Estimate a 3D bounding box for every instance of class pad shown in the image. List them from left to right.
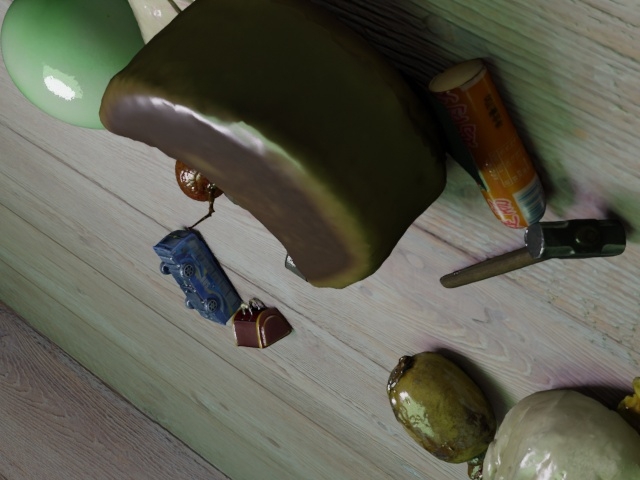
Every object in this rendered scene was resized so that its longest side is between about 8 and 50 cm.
[{"bbox_3d":[0.141,-0.134,1.075,0.116,0.004,0.193,58,-176,-26],"label":"pad"}]

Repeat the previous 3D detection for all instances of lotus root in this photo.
[{"bbox_3d":[0.226,0.304,1.568,0.278,0.154,0.154,48,153,-8],"label":"lotus root"}]

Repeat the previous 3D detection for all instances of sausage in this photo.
[{"bbox_3d":[0.207,-0.098,1.079,0.071,0.071,0.234,5,134,51],"label":"sausage"}]

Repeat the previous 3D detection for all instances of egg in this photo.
[{"bbox_3d":[-0.365,-0.288,1.421,0.269,0.220,0.220,35,152,16],"label":"egg"}]

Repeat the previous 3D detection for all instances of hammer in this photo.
[{"bbox_3d":[0.247,0.030,1.206,0.365,0.111,0.043,147,119,-69],"label":"hammer"}]

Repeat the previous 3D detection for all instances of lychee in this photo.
[{"bbox_3d":[-0.197,-0.108,1.575,0.140,0.114,0.101,56,-160,12],"label":"lychee"}]

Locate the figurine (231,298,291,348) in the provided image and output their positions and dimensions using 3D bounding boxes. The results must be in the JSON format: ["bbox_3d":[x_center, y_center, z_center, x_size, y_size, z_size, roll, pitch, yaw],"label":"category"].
[{"bbox_3d":[-0.145,0.173,1.966,0.154,0.082,0.098,-1,117,55],"label":"figurine"}]

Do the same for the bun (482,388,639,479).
[{"bbox_3d":[0.376,0.387,1.336,0.360,0.211,0.360,49,170,12],"label":"bun"}]

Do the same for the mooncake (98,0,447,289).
[{"bbox_3d":[-0.044,-0.126,1.150,0.393,0.246,0.394,27,161,30],"label":"mooncake"}]

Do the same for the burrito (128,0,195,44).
[{"bbox_3d":[-0.184,-0.297,1.296,0.143,0.105,0.299,19,145,23],"label":"burrito"}]

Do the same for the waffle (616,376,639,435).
[{"bbox_3d":[0.535,0.278,1.195,0.281,0.058,0.301,50,154,-13],"label":"waffle"}]

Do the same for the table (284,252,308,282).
[{"bbox_3d":[0.000,0.000,1.438,0.043,0.133,0.133,34,152,14],"label":"table"}]

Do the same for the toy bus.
[{"bbox_3d":[-0.262,0.079,1.961,0.079,0.094,0.236,6,138,41],"label":"toy bus"}]
